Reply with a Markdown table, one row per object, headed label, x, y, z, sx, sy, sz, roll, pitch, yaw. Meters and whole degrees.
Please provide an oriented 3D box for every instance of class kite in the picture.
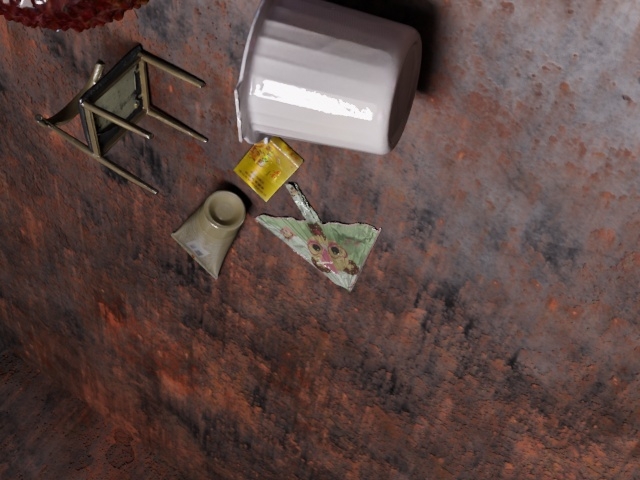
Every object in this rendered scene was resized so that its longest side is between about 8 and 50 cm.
| label | x | y | z | sx | sy | sz | roll | pitch | yaw |
| --- | --- | --- | --- | --- | --- | --- | --- | --- | --- |
| kite | 0.000 | 0.000 | 2.022 | 0.323 | 0.013 | 0.267 | 7 | 136 | 41 |

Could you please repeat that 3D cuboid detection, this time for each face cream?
| label | x | y | z | sx | sy | sz | roll | pitch | yaw |
| --- | --- | --- | --- | --- | --- | --- | --- | --- | --- |
| face cream | -0.226 | -0.010 | 2.199 | 0.137 | 0.084 | 0.341 | 44 | 157 | -1 |

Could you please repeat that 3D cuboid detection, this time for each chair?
| label | x | y | z | sx | sy | sz | roll | pitch | yaw |
| --- | --- | --- | --- | --- | --- | --- | --- | --- | --- |
| chair | -0.360 | -0.237 | 1.956 | 0.272 | 0.188 | 0.166 | 26 | 145 | 17 |

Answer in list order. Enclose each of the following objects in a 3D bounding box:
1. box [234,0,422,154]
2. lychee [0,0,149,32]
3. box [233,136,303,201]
| label | x | y | z | sx | sy | sz | roll | pitch | yaw |
| --- | --- | --- | --- | --- | --- | --- | --- | --- | --- |
| box | 0.029 | -0.250 | 1.526 | 0.206 | 0.291 | 0.262 | 16 | -175 | 11 |
| lychee | -0.382 | -0.452 | 1.605 | 0.306 | 0.306 | 0.330 | 39 | -178 | 3 |
| box | -0.094 | -0.133 | 1.948 | 0.089 | 0.022 | 0.156 | 43 | 148 | -5 |
